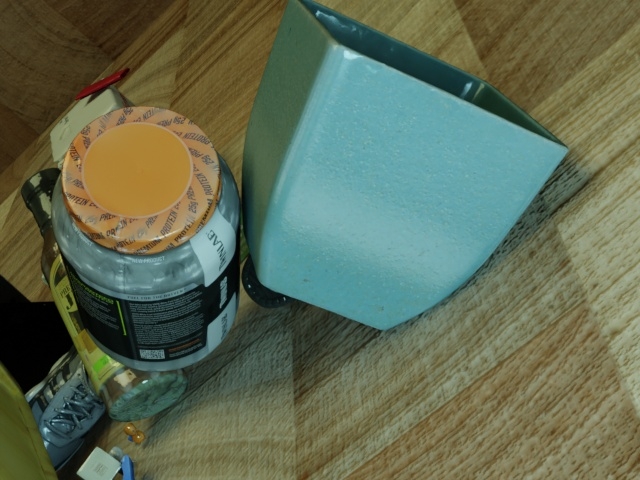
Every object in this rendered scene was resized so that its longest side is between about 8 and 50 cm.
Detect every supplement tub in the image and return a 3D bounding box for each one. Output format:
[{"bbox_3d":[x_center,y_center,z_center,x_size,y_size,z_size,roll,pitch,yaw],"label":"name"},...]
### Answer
[{"bbox_3d":[-0.182,0.004,1.207,0.193,0.193,0.316,-60,-9,-25],"label":"supplement tub"}]

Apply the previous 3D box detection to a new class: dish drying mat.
[{"bbox_3d":[-0.297,-0.213,1.529,0.083,0.008,0.032,-21,27,28],"label":"dish drying mat"}]

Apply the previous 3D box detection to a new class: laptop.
[{"bbox_3d":[-0.520,0.313,1.794,0.408,0.236,0.382,-4,42,19],"label":"laptop"}]

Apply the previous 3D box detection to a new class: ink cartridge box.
[{"bbox_3d":[-0.230,-0.082,1.563,0.117,0.278,0.201,-47,23,3],"label":"ink cartridge box"}]

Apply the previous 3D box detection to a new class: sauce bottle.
[{"bbox_3d":[-0.285,0.060,1.414,0.111,0.111,0.344,-41,66,18],"label":"sauce bottle"}]

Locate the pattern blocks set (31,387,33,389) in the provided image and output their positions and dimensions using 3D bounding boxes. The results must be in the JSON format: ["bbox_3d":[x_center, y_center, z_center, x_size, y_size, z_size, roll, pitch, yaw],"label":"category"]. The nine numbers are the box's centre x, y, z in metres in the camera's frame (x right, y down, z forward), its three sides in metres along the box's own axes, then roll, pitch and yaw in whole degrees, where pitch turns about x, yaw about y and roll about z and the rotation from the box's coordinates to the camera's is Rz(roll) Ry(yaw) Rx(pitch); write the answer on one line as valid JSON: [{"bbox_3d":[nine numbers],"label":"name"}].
[{"bbox_3d":[-0.507,0.347,1.540,0.285,0.026,0.325,-12,44,14],"label":"pattern blocks set"}]

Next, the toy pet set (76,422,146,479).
[{"bbox_3d":[-0.236,0.279,1.321,0.122,0.065,0.114,-54,-11,-20],"label":"toy pet set"}]

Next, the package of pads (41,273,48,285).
[{"bbox_3d":[-0.303,-0.044,1.826,0.296,0.101,0.229,-32,26,14],"label":"package of pads"}]

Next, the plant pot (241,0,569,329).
[{"bbox_3d":[0.046,-0.062,1.116,0.252,0.247,0.248,-64,19,17],"label":"plant pot"}]

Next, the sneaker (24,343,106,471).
[{"bbox_3d":[-0.312,0.206,1.481,0.153,0.101,0.268,-17,36,55],"label":"sneaker"}]

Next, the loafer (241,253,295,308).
[{"bbox_3d":[0.000,0.000,1.312,0.220,0.080,0.078,-40,-8,21],"label":"loafer"}]

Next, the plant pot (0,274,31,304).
[{"bbox_3d":[-0.629,0.150,2.057,0.167,0.188,0.187,-6,45,40],"label":"plant pot"}]

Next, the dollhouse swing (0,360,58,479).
[{"bbox_3d":[-0.466,0.275,1.277,0.315,0.305,0.347,-46,43,6],"label":"dollhouse swing"}]
